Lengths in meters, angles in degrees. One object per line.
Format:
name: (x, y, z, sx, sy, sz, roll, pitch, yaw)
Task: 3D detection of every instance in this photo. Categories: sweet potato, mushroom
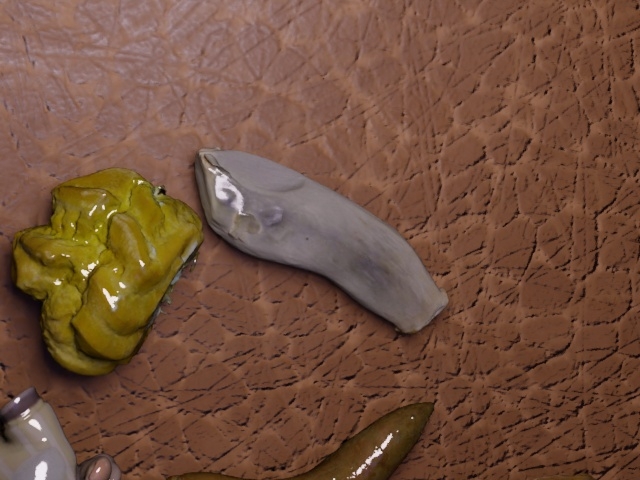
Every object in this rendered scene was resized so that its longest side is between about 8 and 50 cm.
sweet potato: (-0.018, 0.287, 1.651, 0.346, 0.079, 0.108, -15, 76, -9)
mushroom: (0.002, -0.002, 1.585, 0.351, 0.097, 0.109, 28, 91, -20)

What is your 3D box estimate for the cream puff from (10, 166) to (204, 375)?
cream puff: (-0.239, 0.029, 1.496, 0.194, 0.195, 0.221, 28, 89, -17)

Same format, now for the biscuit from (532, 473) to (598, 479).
biscuit: (0.276, 0.421, 1.757, 0.376, 0.051, 0.269, -7, 105, -11)

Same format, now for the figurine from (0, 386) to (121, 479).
figurine: (-0.257, 0.348, 1.552, 0.248, 0.203, 0.380, -37, 94, -17)
